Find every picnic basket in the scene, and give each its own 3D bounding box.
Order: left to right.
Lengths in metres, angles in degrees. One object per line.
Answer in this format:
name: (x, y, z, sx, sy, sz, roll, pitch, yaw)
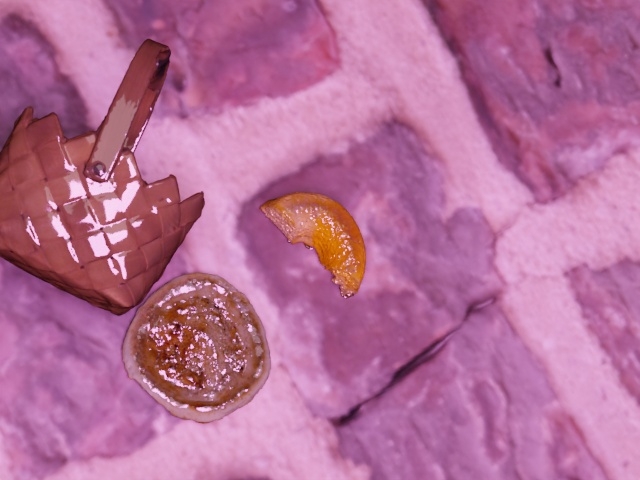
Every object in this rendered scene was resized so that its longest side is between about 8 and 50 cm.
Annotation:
picnic basket: (-0.141, -0.051, 1.008, 0.138, 0.128, 0.178, 27, 78, -6)

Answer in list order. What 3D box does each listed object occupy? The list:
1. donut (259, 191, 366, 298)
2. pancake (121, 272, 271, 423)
donut: (0.000, 0.000, 1.076, 0.067, 0.038, 0.083, -9, 73, -19)
pancake: (-0.083, 0.075, 1.044, 0.108, 0.017, 0.108, 2, 74, -9)
